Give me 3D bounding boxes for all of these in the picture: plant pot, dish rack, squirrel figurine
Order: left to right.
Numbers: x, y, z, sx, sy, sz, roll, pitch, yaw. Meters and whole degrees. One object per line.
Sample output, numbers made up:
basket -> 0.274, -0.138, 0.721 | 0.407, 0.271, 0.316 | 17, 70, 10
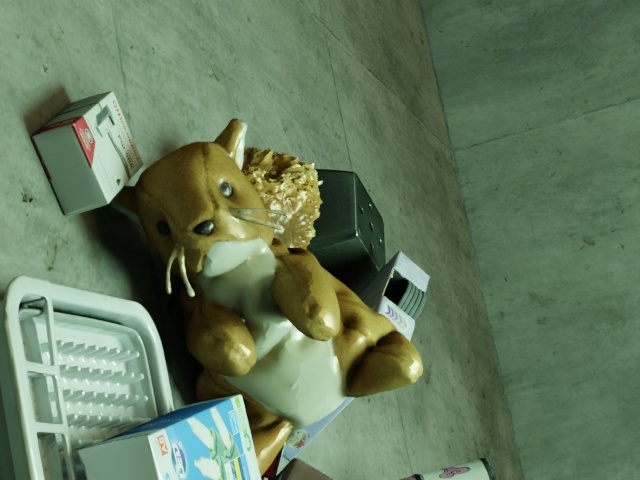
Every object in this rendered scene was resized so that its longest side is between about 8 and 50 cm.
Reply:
dish rack -> -0.234, 0.192, 1.440 | 0.333, 0.072, 0.285 | 22, 53, -69
squirrel figurine -> -0.100, 0.032, 1.803 | 0.370, 0.281, 0.397 | 56, 9, -23
plant pot -> 0.000, 0.000, 2.212 | 0.187, 0.167, 0.188 | 57, 25, -45

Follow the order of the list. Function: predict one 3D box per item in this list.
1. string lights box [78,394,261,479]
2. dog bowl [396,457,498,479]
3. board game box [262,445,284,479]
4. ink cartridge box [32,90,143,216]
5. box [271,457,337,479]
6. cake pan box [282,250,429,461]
string lights box -> -0.139, 0.241, 1.453 | 0.259, 0.076, 0.133 | -11, 87, -74
dog bowl -> 0.168, 0.517, 2.111 | 0.408, 0.150, 0.408 | 180, -90, -86
board game box -> -0.071, 0.276, 1.892 | 0.169, 0.033, 0.133 | 107, -4, -47
ink cartridge box -> -0.258, -0.100, 1.648 | 0.135, 0.056, 0.099 | -64, 135, -65
box -> 0.003, 0.378, 1.641 | 0.168, 0.203, 0.167 | -61, -177, -27
cake pan box -> 0.039, 0.153, 2.051 | 0.070, 0.267, 0.246 | 40, 21, -7
